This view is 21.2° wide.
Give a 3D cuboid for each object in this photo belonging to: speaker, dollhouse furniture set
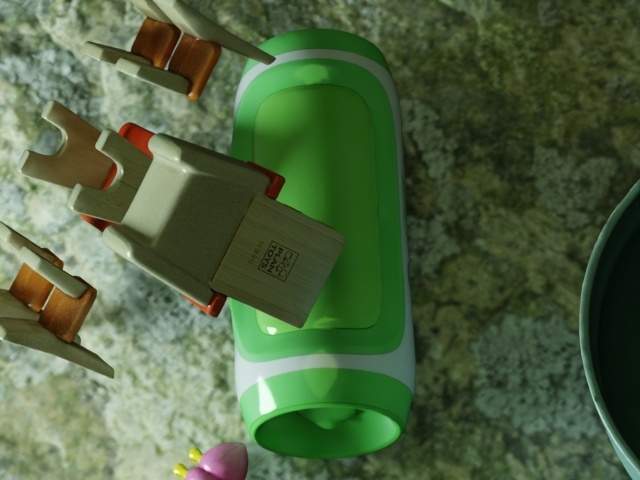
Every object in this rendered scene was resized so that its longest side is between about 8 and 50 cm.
[{"bbox_3d":[0.000,0.000,1.227,0.131,0.131,0.296,-5,63,7],"label":"speaker"},{"bbox_3d":[-0.108,-0.025,1.188,0.262,0.135,0.259,-63,31,1],"label":"dollhouse furniture set"}]

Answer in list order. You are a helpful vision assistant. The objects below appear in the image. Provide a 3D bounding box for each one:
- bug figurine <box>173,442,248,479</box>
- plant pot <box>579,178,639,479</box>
[{"bbox_3d":[-0.067,0.251,1.141,0.279,0.072,0.216,28,71,22],"label":"bug figurine"},{"bbox_3d":[0.315,0.091,1.086,0.293,0.196,0.293,-4,63,8],"label":"plant pot"}]
